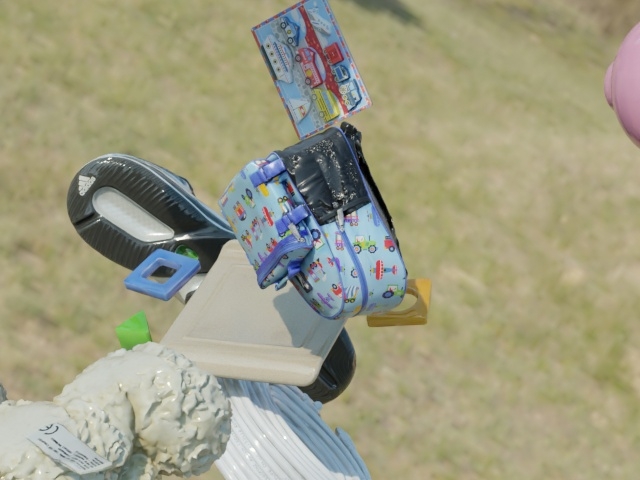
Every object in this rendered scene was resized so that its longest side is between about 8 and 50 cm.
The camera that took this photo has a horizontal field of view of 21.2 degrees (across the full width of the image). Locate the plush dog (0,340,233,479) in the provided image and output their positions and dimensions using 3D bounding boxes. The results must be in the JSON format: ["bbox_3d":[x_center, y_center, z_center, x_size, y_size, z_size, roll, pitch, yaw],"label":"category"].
[{"bbox_3d":[-0.186,0.213,1.176,0.262,0.225,0.211,-6,29,16],"label":"plush dog"}]

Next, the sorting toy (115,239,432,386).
[{"bbox_3d":[-0.052,0.081,1.779,0.347,0.047,0.196,4,40,22],"label":"sorting toy"}]

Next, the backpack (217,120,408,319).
[{"bbox_3d":[0.000,0.000,1.582,0.173,0.117,0.158,63,-23,4],"label":"backpack"}]

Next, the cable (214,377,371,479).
[{"bbox_3d":[-0.035,0.237,1.842,0.257,0.089,0.257,43,9,-38],"label":"cable"}]

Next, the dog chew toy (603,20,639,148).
[{"bbox_3d":[0.377,-0.124,1.340,0.331,0.207,0.206,3,-7,39],"label":"dog chew toy"}]

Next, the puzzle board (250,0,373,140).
[{"bbox_3d":[-0.011,-0.178,1.751,0.011,0.096,0.128,-22,88,-58],"label":"puzzle board"}]

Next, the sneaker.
[{"bbox_3d":[-0.128,0.027,2.302,0.447,0.169,0.257,41,10,-6],"label":"sneaker"}]
